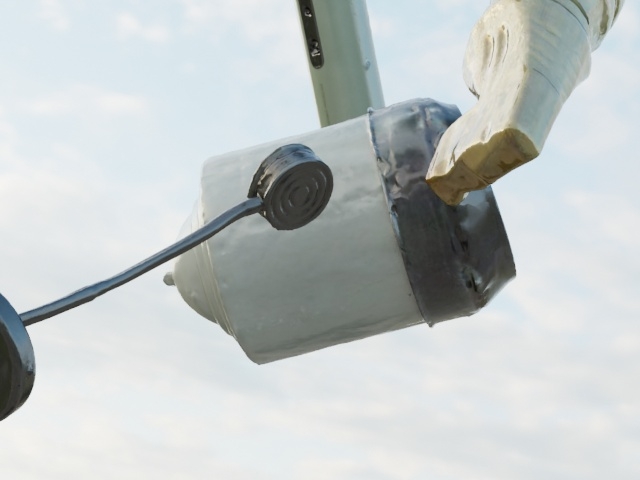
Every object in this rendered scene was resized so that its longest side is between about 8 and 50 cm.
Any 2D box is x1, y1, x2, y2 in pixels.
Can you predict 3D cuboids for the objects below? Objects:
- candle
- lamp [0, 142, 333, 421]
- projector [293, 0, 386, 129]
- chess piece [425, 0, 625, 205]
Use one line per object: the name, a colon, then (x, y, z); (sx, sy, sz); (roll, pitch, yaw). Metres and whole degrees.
candle: (0.000, 0.000, 1.458); (0.343, 0.221, 0.221); (-16, -21, 5)
lamp: (-0.119, 0.033, 1.113); (0.371, 0.130, 0.108); (-15, 36, -38)
projector: (0.033, -0.258, 2.241); (0.108, 0.337, 0.108); (-11, 15, 3)
chess piece: (0.178, -0.151, 1.314); (0.137, 0.301, 0.137); (13, -46, 14)
